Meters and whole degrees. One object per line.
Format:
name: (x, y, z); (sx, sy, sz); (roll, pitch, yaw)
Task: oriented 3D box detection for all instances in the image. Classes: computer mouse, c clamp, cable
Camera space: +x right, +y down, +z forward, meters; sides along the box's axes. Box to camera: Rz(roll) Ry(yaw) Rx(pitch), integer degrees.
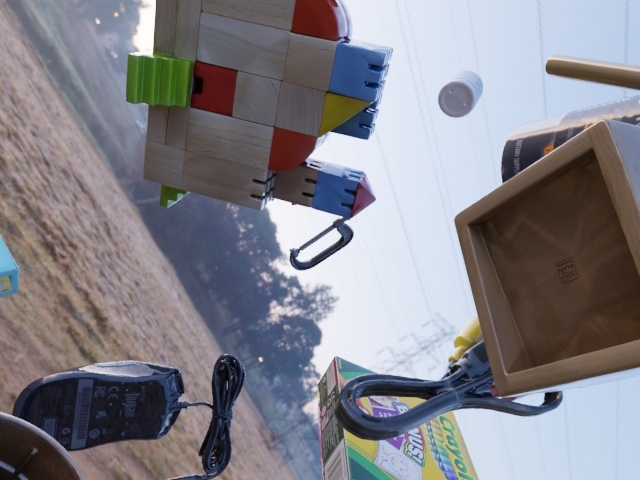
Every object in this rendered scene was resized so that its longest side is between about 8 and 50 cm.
computer mouse: (-0.227, 0.227, 0.675); (0.060, 0.262, 0.184); (25, -67, 59)
c clamp: (0.000, 0.000, 1.059); (0.022, 0.160, 0.137); (59, 13, 29)
cable: (0.149, 0.168, 0.601); (0.139, 0.287, 0.072); (51, -37, 28)

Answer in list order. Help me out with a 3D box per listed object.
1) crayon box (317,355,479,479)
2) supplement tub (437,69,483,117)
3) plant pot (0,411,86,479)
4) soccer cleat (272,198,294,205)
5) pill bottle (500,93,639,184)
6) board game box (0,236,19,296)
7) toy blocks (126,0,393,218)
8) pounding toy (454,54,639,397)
crayon box: (0.158, 0.432, 1.131); (0.313, 0.106, 0.363); (24, 22, -13)
supplement tub: (0.262, -0.274, 1.029); (0.071, 0.107, 0.071); (11, -59, 20)
plant pot: (-0.296, 0.250, 0.427); (0.167, 0.165, 0.167); (38, 6, -5)
soccer cleat: (-0.109, -0.138, 0.882); (0.248, 0.095, 0.083); (21, -29, -5)
pill bottle: (0.333, -0.089, 0.595); (0.245, 0.130, 0.130); (-5, -65, 53)
board game box: (-0.768, -0.008, 1.042); (0.336, 0.253, 0.079); (50, -46, 23)
toy blocks: (-0.042, -0.181, 0.601); (0.191, 0.260, 0.381); (-59, 163, -65)
pounding toy: (0.184, -0.021, 0.318); (0.206, 0.094, 0.181); (-41, -128, 54)
